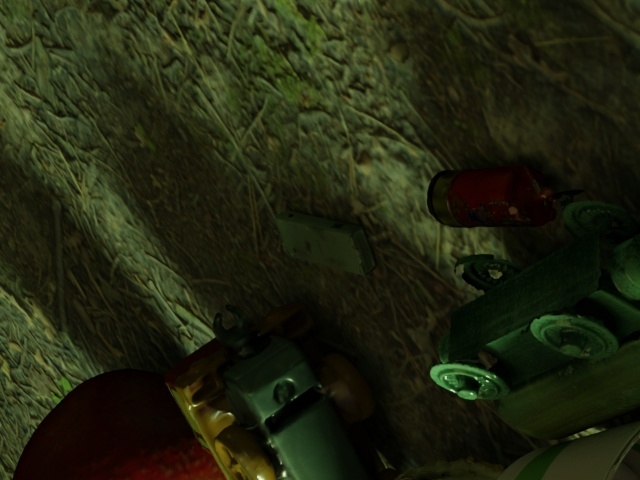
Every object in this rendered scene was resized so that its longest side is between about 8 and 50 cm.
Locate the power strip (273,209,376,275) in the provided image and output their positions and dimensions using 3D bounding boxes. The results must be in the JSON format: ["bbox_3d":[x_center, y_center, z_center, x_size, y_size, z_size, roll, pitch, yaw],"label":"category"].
[{"bbox_3d":[0.000,0.000,1.758,0.136,0.019,0.051,13,133,49],"label":"power strip"}]

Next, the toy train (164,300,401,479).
[{"bbox_3d":[-0.032,0.219,1.899,0.369,0.163,0.231,63,162,-18],"label":"toy train"}]

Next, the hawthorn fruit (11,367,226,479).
[{"bbox_3d":[-0.244,0.301,2.131,0.265,0.307,0.265,43,154,27],"label":"hawthorn fruit"}]

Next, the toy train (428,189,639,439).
[{"bbox_3d":[0.213,0.065,1.449,0.189,0.126,0.307,18,156,-19],"label":"toy train"}]

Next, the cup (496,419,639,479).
[{"bbox_3d":[0.260,0.248,1.452,0.253,0.253,0.274,57,157,-7],"label":"cup"}]

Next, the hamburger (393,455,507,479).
[{"bbox_3d":[0.161,0.342,1.727,0.302,0.170,0.302,16,127,23],"label":"hamburger"}]

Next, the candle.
[{"bbox_3d":[0.145,-0.035,1.487,0.130,0.052,0.052,1,122,53],"label":"candle"}]
